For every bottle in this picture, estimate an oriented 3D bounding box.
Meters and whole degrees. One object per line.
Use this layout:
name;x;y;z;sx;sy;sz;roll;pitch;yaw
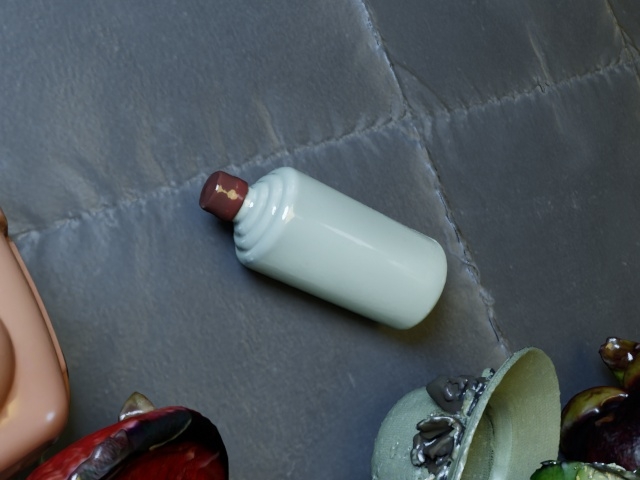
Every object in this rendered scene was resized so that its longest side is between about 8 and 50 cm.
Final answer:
bottle;0.000;0.000;0.679;0.245;0.104;0.104;25;65;-25

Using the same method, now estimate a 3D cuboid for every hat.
hat;0.121;0.215;0.673;0.257;0.130;0.257;-15;108;-52

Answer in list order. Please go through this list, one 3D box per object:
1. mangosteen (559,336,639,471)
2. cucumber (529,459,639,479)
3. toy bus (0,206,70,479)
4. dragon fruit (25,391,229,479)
mangosteen;0.414;0.257;0.782;0.307;0.307;0.347;19;37;-27
cucumber;0.208;0.357;0.596;0.105;0.145;0.325;13;66;-4
toy bus;-0.269;0.041;0.424;0.194;0.232;0.288;-27;94;-32
dragon fruit;-0.163;0.200;0.421;0.100;0.282;0.343;29;25;15
